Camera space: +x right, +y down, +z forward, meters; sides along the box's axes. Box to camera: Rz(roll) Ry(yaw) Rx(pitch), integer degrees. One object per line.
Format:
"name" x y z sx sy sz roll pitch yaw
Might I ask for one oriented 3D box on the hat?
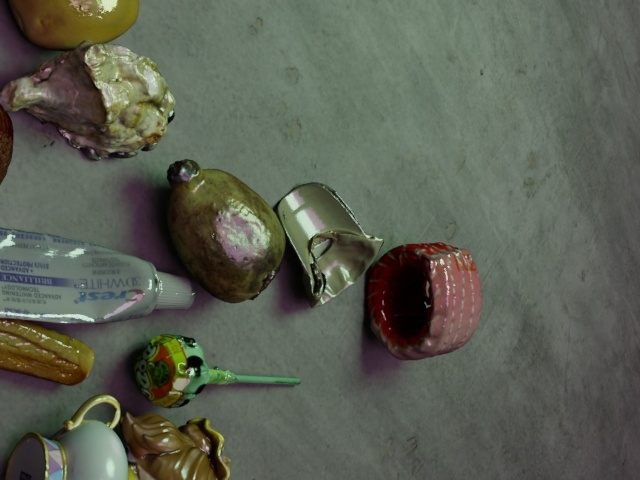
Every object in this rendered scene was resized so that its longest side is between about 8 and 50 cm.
"hat" 0.000 0.000 1.100 0.147 0.085 0.175 -34 94 -24

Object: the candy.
"candy" -0.123 0.181 1.001 0.306 0.083 0.091 16 89 -51

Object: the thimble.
"thimble" 0.167 0.098 1.193 0.125 0.163 0.189 -2 102 -44

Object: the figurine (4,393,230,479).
"figurine" -0.221 0.282 0.859 0.264 0.142 0.189 17 83 -41

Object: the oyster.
"oyster" -0.252 -0.145 0.808 0.191 0.081 0.163 -8 137 -16

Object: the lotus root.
"lotus root" -0.125 -0.017 0.932 0.138 0.138 0.214 -46 120 -30

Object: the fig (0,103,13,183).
"fig" -0.403 -0.104 0.688 0.201 0.133 0.146 22 109 -2

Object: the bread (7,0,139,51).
"bread" -0.273 -0.315 0.780 0.147 0.098 0.217 -37 119 -39

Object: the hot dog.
"hot dog" -0.341 0.104 0.791 0.216 0.047 0.066 27 113 -41

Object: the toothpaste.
"toothpaste" -0.269 0.045 0.839 0.283 0.099 0.068 13 114 -44
